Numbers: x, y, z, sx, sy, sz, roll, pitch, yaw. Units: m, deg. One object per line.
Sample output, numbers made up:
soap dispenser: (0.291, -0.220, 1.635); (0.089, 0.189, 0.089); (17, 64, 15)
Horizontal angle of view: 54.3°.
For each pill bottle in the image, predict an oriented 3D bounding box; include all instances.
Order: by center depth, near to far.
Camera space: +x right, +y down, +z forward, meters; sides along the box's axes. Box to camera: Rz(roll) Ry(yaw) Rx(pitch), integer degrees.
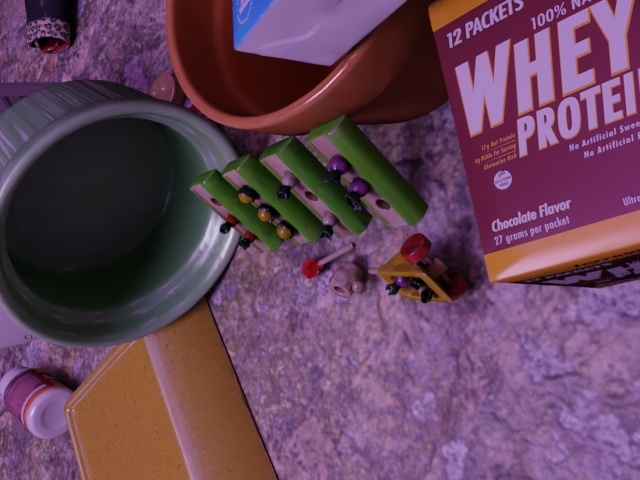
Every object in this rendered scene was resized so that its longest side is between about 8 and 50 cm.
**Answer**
pill bottle: (-0.475, 0.264, 1.044); (0.152, 0.086, 0.086); (14, 95, 41)

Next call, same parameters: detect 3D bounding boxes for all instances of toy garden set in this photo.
toy garden set: (0.000, 0.000, 0.593); (0.244, 0.204, 0.049); (-11, 42, 52)

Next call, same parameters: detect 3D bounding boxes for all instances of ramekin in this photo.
ramekin: (-0.252, -0.040, 0.736); (0.148, 0.303, 0.303); (35, 109, 39)

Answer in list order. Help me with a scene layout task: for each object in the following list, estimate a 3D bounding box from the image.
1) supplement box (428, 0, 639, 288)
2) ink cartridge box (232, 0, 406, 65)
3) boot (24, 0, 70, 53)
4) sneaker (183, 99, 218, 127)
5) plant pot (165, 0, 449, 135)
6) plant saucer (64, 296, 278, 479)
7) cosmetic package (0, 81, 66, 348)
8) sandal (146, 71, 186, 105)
supplement box: (0.193, -0.075, 0.418); (0.129, 0.194, 0.191); (-21, 72, 39)
ink cartridge box: (-0.002, -0.247, 0.389); (0.134, 0.078, 0.231); (-20, 71, 61)
boot: (-0.539, -0.443, 1.177); (0.236, 0.085, 0.178); (0, 88, 41)
sneaker: (-0.184, -0.136, 0.859); (0.118, 0.042, 0.067); (-48, 54, 25)
plant pot: (0.023, -0.226, 0.578); (0.291, 0.203, 0.290); (-6, 81, 41)
plant saucer: (-0.233, 0.268, 0.836); (0.333, 0.081, 0.332); (-44, 58, 29)
cosmetic package: (-0.410, -0.030, 0.887); (0.155, 0.197, 0.365); (48, 134, 32)
sandal: (-0.294, -0.155, 0.932); (0.240, 0.079, 0.088); (-51, 56, 25)
